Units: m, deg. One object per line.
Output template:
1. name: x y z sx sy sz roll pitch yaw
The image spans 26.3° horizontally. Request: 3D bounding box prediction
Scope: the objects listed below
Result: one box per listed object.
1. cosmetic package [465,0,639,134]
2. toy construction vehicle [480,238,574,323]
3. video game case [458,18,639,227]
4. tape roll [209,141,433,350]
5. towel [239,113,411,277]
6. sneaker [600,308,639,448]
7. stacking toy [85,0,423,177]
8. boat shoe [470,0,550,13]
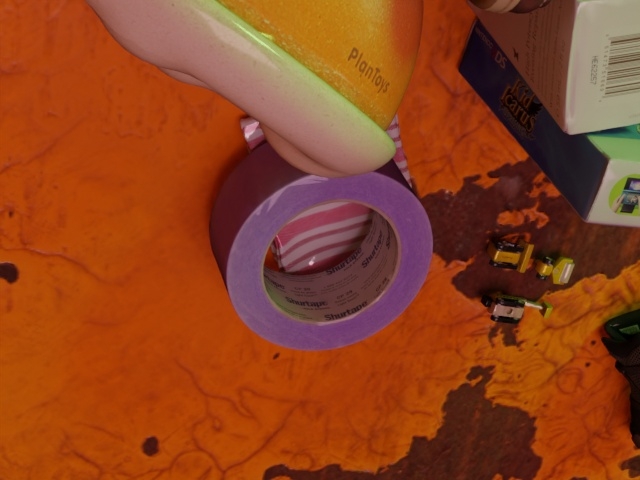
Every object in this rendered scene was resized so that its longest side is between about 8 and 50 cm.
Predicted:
1. cosmetic package: 0.190 -0.194 1.083 0.085 0.231 0.117 -10 126 -12
2. toy construction vehicle: 0.202 0.039 1.385 0.098 0.035 0.086 5 111 -25
3. video game case: 0.279 -0.097 1.158 0.244 0.269 0.061 5 120 -22
4. tape roll: 0.000 0.000 1.221 0.189 0.080 0.189 -8 124 -12
5. towel: 0.015 -0.049 1.258 0.144 0.029 0.197 -18 128 -6
6. sneaker: 0.365 0.148 1.490 0.087 0.130 0.227 -26 156 -5
7. stacking toy: 0.020 -0.316 0.939 0.350 0.350 0.480 34 92 -34
8. boat shoe: 0.177 -0.248 0.956 0.123 0.342 0.123 17 122 0
